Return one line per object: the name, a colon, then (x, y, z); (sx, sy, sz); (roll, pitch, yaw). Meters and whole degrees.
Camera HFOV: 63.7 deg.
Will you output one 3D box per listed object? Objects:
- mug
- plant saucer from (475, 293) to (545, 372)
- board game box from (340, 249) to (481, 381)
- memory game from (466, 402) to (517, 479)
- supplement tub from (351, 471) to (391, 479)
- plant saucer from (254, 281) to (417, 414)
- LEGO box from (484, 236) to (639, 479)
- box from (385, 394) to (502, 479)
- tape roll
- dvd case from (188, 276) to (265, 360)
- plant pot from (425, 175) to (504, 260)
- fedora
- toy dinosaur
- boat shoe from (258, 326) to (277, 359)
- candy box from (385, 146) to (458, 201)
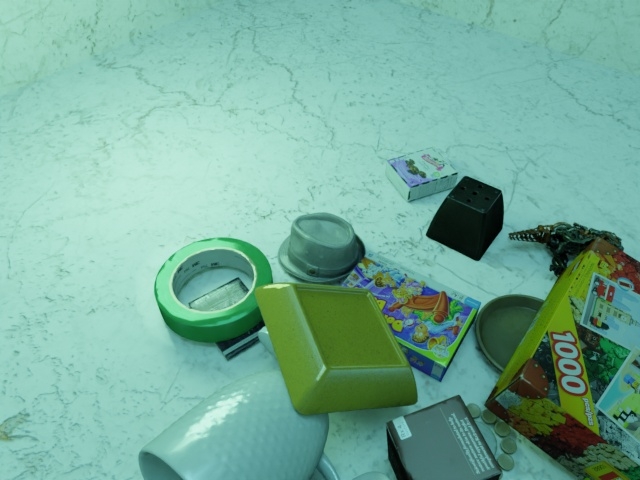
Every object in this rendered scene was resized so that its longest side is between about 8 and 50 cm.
mug: (-0.113, 0.459, 1.033); (0.374, 0.276, 0.328); (44, 48, 14)
plant saucer: (0.546, 0.261, 1.357); (0.277, 0.041, 0.278); (-1, 46, 1)
board game box: (0.222, 0.192, 1.397); (0.346, 0.078, 0.233); (25, 52, 22)
memory game: (0.357, 0.463, 1.186); (0.186, 0.012, 0.186); (0, 47, 0)
supplement tub: (0.119, 0.555, 0.957); (0.144, 0.144, 0.200); (-36, 96, -29)
plant saucer: (0.049, 0.214, 1.165); (0.332, 0.081, 0.333); (7, 40, -34)
LEGO box: (0.673, 0.289, 1.183); (0.372, 0.193, 0.500); (36, 55, 15)
box: (0.242, 0.456, 1.053); (0.166, 0.203, 0.169); (-18, 50, -7)
tape roll: (-0.292, 0.129, 1.435); (0.320, 0.077, 0.321); (1, 45, -1)
dvd case: (-0.240, 0.209, 1.423); (0.164, 0.018, 0.221); (-28, 52, -25)
plant pot: (0.460, -0.084, 1.597); (0.187, 0.167, 0.188); (28, 54, 25)
fedora: (0.000, 0.000, 1.534); (0.275, 0.124, 0.244); (23, 51, 25)
toy dinosaur: (0.739, 0.017, 1.548); (0.321, 0.165, 0.218); (-11, 30, 15)
boat shoe: (-0.011, 0.281, 1.295); (0.301, 0.108, 0.102); (23, 51, 17)
candy box: (0.351, -0.234, 1.803); (0.196, 0.070, 0.165); (-18, 49, -16)
